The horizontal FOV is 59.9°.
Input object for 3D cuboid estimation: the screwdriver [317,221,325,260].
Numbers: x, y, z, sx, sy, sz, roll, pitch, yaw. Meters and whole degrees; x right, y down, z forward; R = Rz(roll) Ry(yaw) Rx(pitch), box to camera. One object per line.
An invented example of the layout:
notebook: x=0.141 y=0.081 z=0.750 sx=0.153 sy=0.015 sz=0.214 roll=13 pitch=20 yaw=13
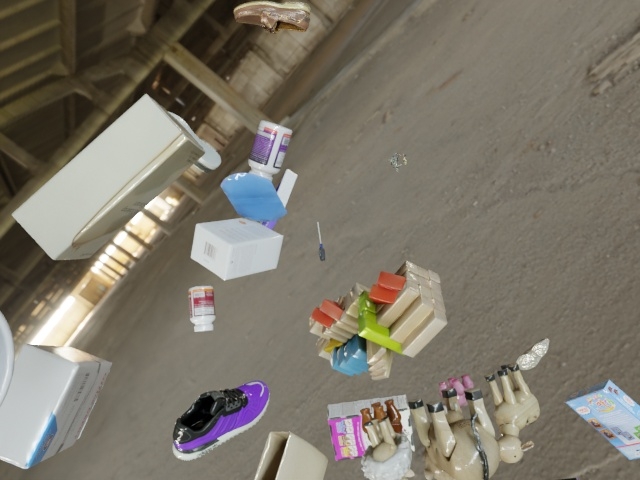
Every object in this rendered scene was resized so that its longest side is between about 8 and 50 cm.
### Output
screwdriver: x=0.000 y=0.000 z=2.122 sx=0.025 sy=0.024 sz=0.169 roll=113 pitch=153 yaw=-63

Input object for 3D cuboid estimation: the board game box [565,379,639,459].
board game box: x=0.759 y=0.458 z=1.407 sx=0.039 sy=0.211 sz=0.160 roll=-43 pitch=-11 yaw=-29

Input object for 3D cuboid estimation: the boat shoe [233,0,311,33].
boat shoe: x=-0.111 y=-0.507 z=1.267 sx=0.064 sy=0.178 sz=0.060 roll=-4 pitch=-83 yaw=-86

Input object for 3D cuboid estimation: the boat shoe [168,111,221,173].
boat shoe: x=-0.389 y=-0.274 z=1.593 sx=0.070 sy=0.219 sz=0.077 roll=-28 pitch=26 yaw=42

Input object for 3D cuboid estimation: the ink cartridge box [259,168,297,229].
ink cartridge box: x=-0.145 y=-0.073 z=1.631 sx=0.206 sy=0.045 sz=0.208 roll=-54 pitch=12 yaw=49

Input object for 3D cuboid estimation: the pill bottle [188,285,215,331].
pill bottle: x=-0.408 y=0.237 z=1.920 sx=0.086 sy=0.086 sz=0.151 roll=-25 pitch=69 yaw=60

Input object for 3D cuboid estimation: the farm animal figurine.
farm animal figurine: x=0.243 y=0.345 z=0.969 sx=0.331 sy=0.172 sz=0.327 roll=-18 pitch=-11 yaw=4

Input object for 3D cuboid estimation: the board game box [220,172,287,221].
board game box: x=-0.154 y=-0.111 z=1.319 sx=0.133 sy=0.168 sz=0.033 roll=-2 pitch=50 yaw=22

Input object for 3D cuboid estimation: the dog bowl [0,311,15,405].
dog bowl: x=-0.524 y=0.162 z=0.667 sx=0.104 sy=0.264 sz=0.264 roll=14 pitch=59 yaw=30

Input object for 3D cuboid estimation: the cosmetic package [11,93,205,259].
cosmetic package: x=-0.371 y=-0.108 z=1.007 sx=0.309 sy=0.113 sz=0.160 roll=-43 pitch=0 yaw=1

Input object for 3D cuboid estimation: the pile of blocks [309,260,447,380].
pile of blocks: x=0.053 y=0.143 z=0.908 sx=0.362 sy=0.113 sz=0.148 roll=-42 pitch=27 yaw=55

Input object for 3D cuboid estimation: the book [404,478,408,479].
book: x=0.220 y=0.757 z=1.813 sx=0.096 sy=0.144 sz=0.035 roll=6 pitch=50 yaw=46

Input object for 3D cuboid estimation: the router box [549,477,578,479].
router box: x=0.575 y=0.682 z=1.422 sx=0.179 sy=0.046 sz=0.133 roll=-30 pitch=10 yaw=41

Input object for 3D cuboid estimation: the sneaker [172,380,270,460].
sneaker: x=-0.248 y=0.433 z=1.428 sx=0.293 sy=0.102 sz=0.146 roll=-29 pitch=-44 yaw=-36

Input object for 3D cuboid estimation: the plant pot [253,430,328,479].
plant pot: x=-0.050 y=0.419 z=1.017 sx=0.109 sy=0.096 sz=0.108 roll=-34 pitch=33 yaw=59

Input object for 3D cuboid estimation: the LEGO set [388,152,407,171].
LEGO set: x=0.221 y=-0.231 z=1.615 sx=0.083 sy=0.024 sz=0.054 roll=140 pitch=120 yaw=-64

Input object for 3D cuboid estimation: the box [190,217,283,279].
box: x=-0.198 y=0.015 z=1.324 sx=0.171 sy=0.130 sz=0.090 roll=-10 pitch=-59 yaw=-48

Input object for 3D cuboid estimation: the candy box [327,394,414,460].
candy box: x=0.146 y=0.543 z=1.610 sx=0.234 sy=0.159 sz=0.071 roll=-8 pitch=23 yaw=4

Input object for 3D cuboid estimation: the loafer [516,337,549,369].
loafer: x=0.577 y=0.307 z=1.497 sx=0.039 sy=0.045 sz=0.125 roll=-32 pitch=-23 yaw=-39

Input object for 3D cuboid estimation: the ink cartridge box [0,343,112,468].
ink cartridge box: x=-0.787 y=0.465 z=1.624 sx=0.395 sy=0.166 sz=0.285 roll=121 pitch=171 yaw=-76

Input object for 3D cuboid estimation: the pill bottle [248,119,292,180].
pill bottle: x=-0.169 y=-0.278 z=1.783 sx=0.108 sy=0.108 sz=0.193 roll=-117 pitch=45 yaw=-74
